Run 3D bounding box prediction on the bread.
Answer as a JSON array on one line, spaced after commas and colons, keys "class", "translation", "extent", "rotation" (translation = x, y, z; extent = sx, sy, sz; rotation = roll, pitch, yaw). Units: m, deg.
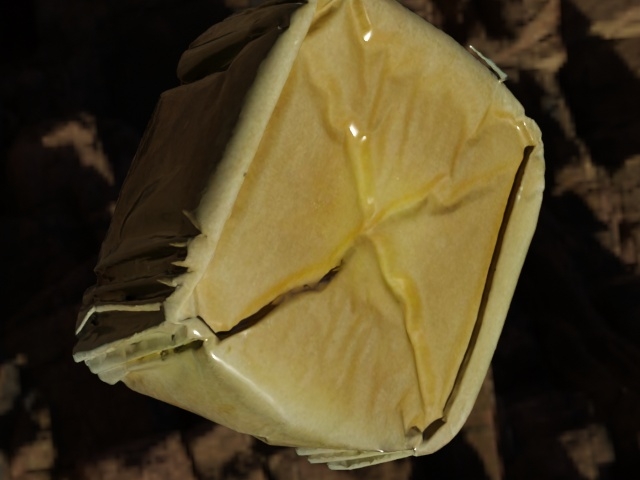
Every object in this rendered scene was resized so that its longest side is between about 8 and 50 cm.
[{"class": "bread", "translation": [0.000, -0.002, 0.676], "extent": [0.110, 0.192, 0.210], "rotation": [-1, -113, 55]}]
